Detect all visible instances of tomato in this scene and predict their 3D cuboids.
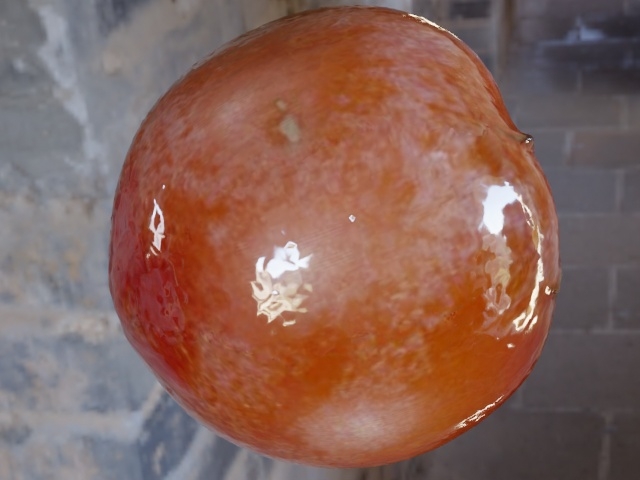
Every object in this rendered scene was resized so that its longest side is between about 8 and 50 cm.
[{"bbox_3d":[0.000,0.000,0.787,0.264,0.265,0.265,-5,23,2],"label":"tomato"}]
